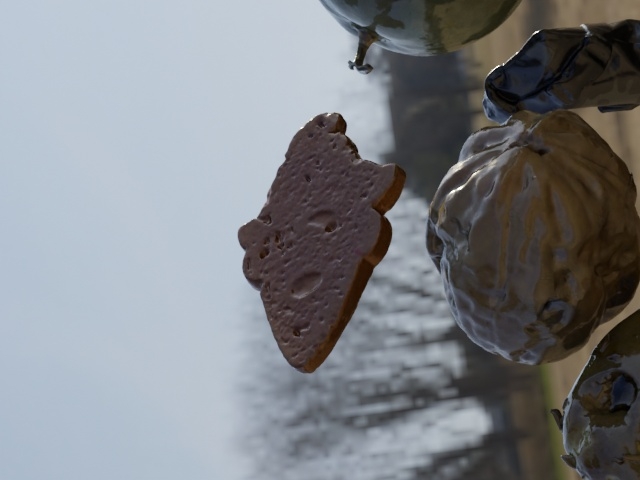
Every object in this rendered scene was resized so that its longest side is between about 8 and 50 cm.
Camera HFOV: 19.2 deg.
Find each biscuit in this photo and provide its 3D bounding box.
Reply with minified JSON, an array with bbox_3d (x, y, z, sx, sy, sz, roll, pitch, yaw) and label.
[{"bbox_3d":[0.000,0.000,1.783,0.043,0.183,0.280,35,-134,-45],"label":"biscuit"}]

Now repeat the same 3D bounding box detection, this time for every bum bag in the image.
[{"bbox_3d":[0.339,-0.189,2.050,0.144,0.340,0.095,105,157,-52],"label":"bum bag"}]

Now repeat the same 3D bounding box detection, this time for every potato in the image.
[{"bbox_3d":[0.340,0.122,1.679,0.173,0.300,0.140,62,156,0],"label":"potato"}]

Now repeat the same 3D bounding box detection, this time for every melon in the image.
[{"bbox_3d":[0.113,-0.331,1.948,0.272,0.308,0.272,42,-168,-12],"label":"melon"}]

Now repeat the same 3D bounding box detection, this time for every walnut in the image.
[{"bbox_3d":[0.193,0.000,1.701,0.245,0.198,0.198,89,178,-45],"label":"walnut"}]
